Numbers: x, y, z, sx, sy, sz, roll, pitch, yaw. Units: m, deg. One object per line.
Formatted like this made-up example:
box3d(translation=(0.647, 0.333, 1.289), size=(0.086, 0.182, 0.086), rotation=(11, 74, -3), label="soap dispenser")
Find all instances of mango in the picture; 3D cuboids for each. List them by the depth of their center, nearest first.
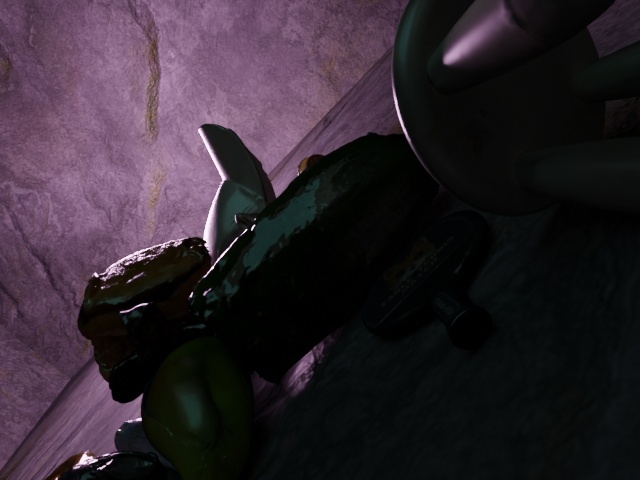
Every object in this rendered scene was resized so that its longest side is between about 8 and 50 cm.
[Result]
box3d(translation=(-0.130, 0.183, 0.645), size=(0.125, 0.111, 0.233), rotation=(-56, 23, 12), label="mango")

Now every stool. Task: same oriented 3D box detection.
box3d(translation=(0.171, -0.122, 0.375), size=(0.195, 0.195, 0.198), rotation=(-51, 14, -18), label="stool")

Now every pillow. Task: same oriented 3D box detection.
box3d(translation=(-0.290, 0.331, 0.681), size=(0.335, 0.093, 0.161), rotation=(-42, -17, 22), label="pillow")

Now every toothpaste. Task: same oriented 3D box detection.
box3d(translation=(-0.208, 0.262, 0.794), size=(0.234, 0.057, 0.089), rotation=(-22, 25, 49), label="toothpaste")

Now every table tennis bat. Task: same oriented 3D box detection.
box3d(translation=(0.098, 0.038, 0.524), size=(0.150, 0.027, 0.236), rotation=(-46, 10, 7), label="table tennis bat")

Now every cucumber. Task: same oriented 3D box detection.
box3d(translation=(0.000, 0.000, 0.667), size=(0.325, 0.105, 0.145), rotation=(-43, 45, 1), label="cucumber")

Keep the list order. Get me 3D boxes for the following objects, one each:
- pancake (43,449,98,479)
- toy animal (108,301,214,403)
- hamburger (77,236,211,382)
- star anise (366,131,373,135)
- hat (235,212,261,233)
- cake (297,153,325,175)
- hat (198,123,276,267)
box3d(translation=(-0.509, 0.504, 1.015), size=(0.356, 0.065, 0.356), rotation=(-41, 15, 14), label="pancake")
box3d(translation=(-0.202, 0.142, 0.811), size=(0.218, 0.180, 0.116), rotation=(-25, 28, 5), label="toy animal")
box3d(translation=(-0.261, 0.108, 0.955), size=(0.244, 0.163, 0.244), rotation=(-18, 20, 7), label="hamburger")
box3d(translation=(0.022, -0.106, 1.155), size=(0.208, 0.063, 0.172), rotation=(-31, 24, 42), label="star anise")
box3d(translation=(0.004, 0.003, 0.828), size=(0.219, 0.164, 0.226), rotation=(-23, 59, 16), label="hat")
box3d(translation=(-0.008, -0.151, 1.343), size=(0.044, 0.084, 0.084), rotation=(-26, 24, 52), label="cake")
box3d(translation=(-0.156, -0.059, 1.068), size=(0.167, 0.302, 0.258), rotation=(-28, -2, -2), label="hat")
